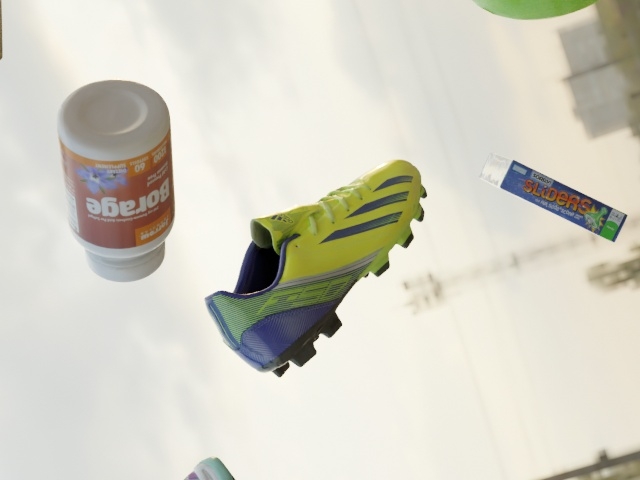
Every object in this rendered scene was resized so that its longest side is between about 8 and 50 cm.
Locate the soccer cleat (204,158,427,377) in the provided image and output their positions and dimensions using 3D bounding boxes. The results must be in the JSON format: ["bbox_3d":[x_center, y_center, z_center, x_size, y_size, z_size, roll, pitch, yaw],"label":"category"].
[{"bbox_3d":[0.000,0.000,1.601,0.121,0.093,0.289,46,-127,-9],"label":"soccer cleat"}]

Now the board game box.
[{"bbox_3d":[0.250,-0.049,1.892,0.136,0.035,0.201,25,-176,-4],"label":"board game box"}]

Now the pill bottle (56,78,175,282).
[{"bbox_3d":[-0.218,-0.059,1.882,0.216,0.121,0.121,91,176,-46],"label":"pill bottle"}]

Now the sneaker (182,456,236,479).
[{"bbox_3d":[-0.063,0.190,1.073,0.098,0.069,0.038,46,168,26],"label":"sneaker"}]

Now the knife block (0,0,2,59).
[{"bbox_3d":[-0.432,-0.180,1.631,0.275,0.242,0.088,40,146,20],"label":"knife block"}]

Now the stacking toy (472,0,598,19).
[{"bbox_3d":[0.107,-0.295,1.076,0.279,0.309,0.130,31,166,38],"label":"stacking toy"}]
